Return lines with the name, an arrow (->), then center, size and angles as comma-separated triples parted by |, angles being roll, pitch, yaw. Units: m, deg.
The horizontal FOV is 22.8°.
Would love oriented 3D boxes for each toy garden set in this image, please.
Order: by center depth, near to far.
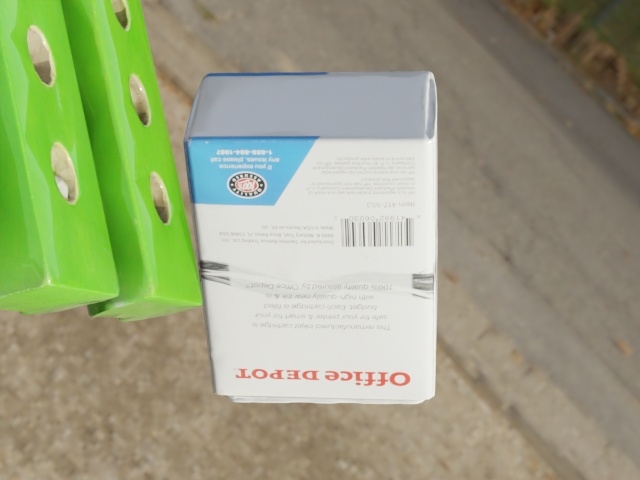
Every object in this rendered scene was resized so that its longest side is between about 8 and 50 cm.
toy garden set -> -0.101, -0.083, 0.324 | 0.244, 0.049, 0.204 | 21, 56, -77

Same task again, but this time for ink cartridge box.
ink cartridge box -> 0.000, 0.000, 0.948 | 0.082, 0.139, 0.191 | -84, 172, -52
